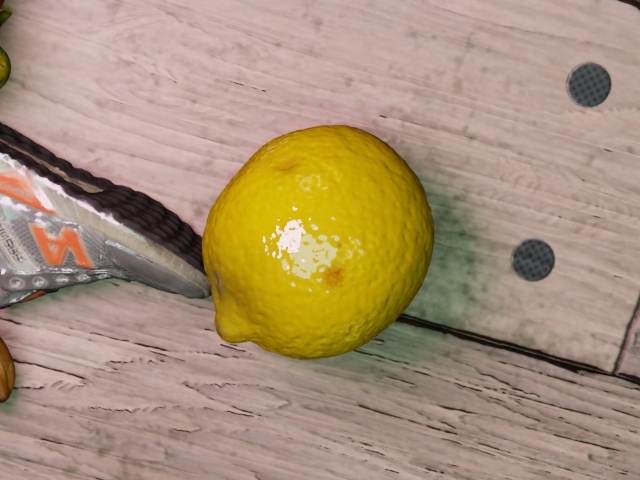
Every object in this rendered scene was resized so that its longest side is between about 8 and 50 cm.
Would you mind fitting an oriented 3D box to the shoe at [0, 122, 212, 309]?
[{"bbox_3d":[-0.277,0.011,1.815,0.336,0.132,0.171,28,103,-6],"label":"shoe"}]

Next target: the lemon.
[{"bbox_3d":[-0.005,0.006,1.763,0.228,0.228,0.253,45,60,-10],"label":"lemon"}]

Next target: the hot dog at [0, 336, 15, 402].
[{"bbox_3d":[-0.415,0.073,1.771,0.135,0.100,0.337,-21,139,9],"label":"hot dog"}]

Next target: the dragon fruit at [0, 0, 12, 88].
[{"bbox_3d":[-0.419,-0.223,1.723,0.295,0.130,0.268,-39,63,14],"label":"dragon fruit"}]
